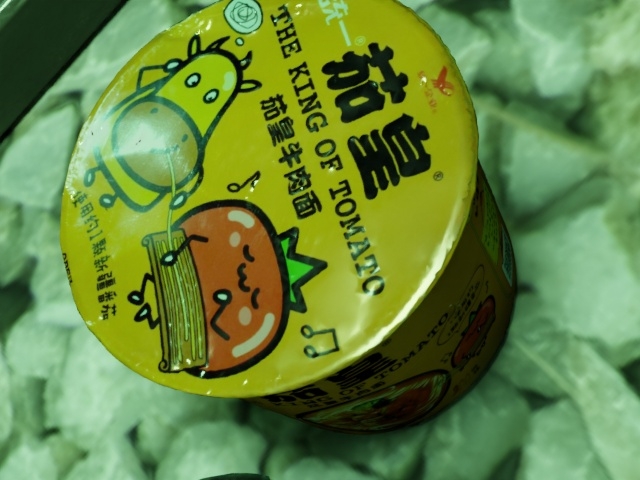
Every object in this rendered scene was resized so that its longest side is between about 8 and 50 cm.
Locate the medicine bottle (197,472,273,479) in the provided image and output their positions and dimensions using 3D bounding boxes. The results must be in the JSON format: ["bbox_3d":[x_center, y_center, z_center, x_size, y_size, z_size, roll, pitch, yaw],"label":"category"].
[{"bbox_3d":[-0.045,0.256,0.725,0.143,0.143,0.258,-26,60,12],"label":"medicine bottle"}]

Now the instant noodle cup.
[{"bbox_3d":[0.000,0.000,0.795,0.215,0.172,0.216,-9,65,20],"label":"instant noodle cup"}]

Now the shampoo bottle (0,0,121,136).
[{"bbox_3d":[-0.206,-0.145,1.002,0.246,0.079,0.080,-49,58,-1],"label":"shampoo bottle"}]
